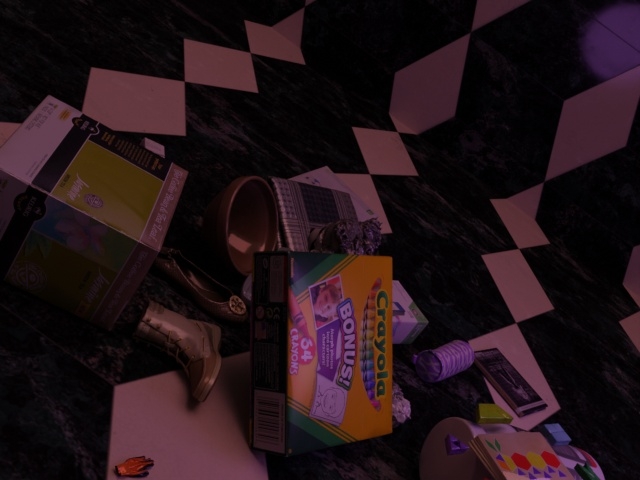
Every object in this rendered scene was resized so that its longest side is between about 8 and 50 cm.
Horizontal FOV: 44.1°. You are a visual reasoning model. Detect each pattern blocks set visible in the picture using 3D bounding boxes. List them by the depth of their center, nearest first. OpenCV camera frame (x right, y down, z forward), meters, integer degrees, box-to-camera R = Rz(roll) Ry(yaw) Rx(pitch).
[{"bbox_3d":[0.379,0.420,1.489,0.325,0.026,0.285,11,31,-23],"label":"pattern blocks set"}]

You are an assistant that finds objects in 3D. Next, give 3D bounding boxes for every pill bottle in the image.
[{"bbox_3d":[0.399,0.495,1.648,0.363,0.210,0.210,23,28,-26],"label":"pill bottle"}]

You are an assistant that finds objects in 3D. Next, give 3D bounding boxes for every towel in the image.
[{"bbox_3d":[0.000,0.000,2.072,0.312,0.056,0.324,8,59,-45],"label":"towel"}]

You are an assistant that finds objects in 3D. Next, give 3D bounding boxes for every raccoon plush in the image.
[{"bbox_3d":[0.113,0.152,1.769,0.446,0.299,0.216,41,25,8],"label":"raccoon plush"}]

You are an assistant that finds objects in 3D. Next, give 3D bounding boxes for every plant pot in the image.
[{"bbox_3d":[-0.200,-0.035,1.858,0.110,0.237,0.237,3,12,27],"label":"plant pot"}]

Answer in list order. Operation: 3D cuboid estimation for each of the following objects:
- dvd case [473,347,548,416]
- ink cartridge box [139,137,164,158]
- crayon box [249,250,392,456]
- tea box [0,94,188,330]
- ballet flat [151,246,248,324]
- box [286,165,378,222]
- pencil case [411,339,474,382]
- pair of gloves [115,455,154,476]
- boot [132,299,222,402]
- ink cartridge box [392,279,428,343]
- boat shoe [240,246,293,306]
[{"bbox_3d":[0.523,0.392,2.205,0.164,0.018,0.221,3,40,-51],"label":"dvd case"},{"bbox_3d":[-0.414,-0.165,1.880,0.056,0.099,0.135,22,29,-27],"label":"ink cartridge box"},{"bbox_3d":[0.011,0.206,1.525,0.106,0.362,0.313,-2,-4,42],"label":"crayon box"},{"bbox_3d":[-0.460,-0.060,1.503,0.324,0.220,0.329,29,27,-14],"label":"tea box"},{"bbox_3d":[-0.255,0.091,1.691,0.250,0.058,0.084,36,26,0],"label":"ballet flat"},{"bbox_3d":[-0.010,-0.089,2.244,0.232,0.058,0.322,45,37,17],"label":"box"},{"bbox_3d":[0.315,0.306,2.021,0.088,0.086,0.206,19,12,34],"label":"pencil case"},{"bbox_3d":[-0.277,0.375,1.236,0.074,0.010,0.083,0,46,-53],"label":"pair of gloves"},{"bbox_3d":[-0.268,0.201,1.469,0.165,0.077,0.213,28,22,-19],"label":"boot"},{"bbox_3d":[0.148,0.179,2.009,0.212,0.093,0.154,7,39,-44],"label":"ink cartridge box"},{"bbox_3d":[-0.119,0.102,1.825,0.083,0.075,0.226,34,37,9],"label":"boat shoe"}]
